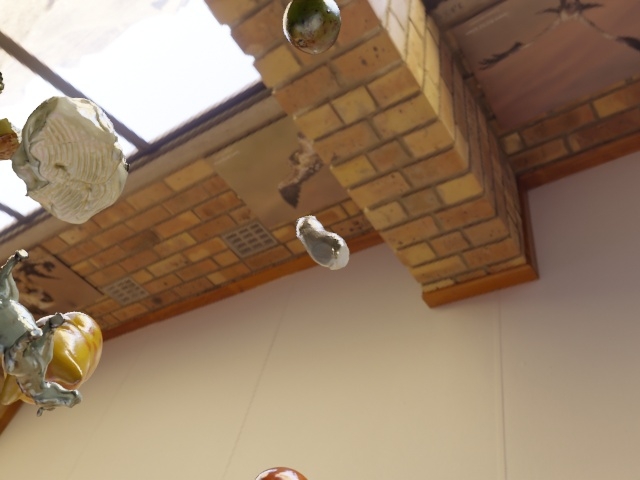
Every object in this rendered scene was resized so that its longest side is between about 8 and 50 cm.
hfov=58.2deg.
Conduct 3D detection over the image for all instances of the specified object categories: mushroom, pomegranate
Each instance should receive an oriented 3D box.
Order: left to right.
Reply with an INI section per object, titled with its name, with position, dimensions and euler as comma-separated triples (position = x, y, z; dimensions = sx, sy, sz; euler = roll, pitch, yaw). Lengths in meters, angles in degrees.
[pomegranate]
position = -0.011, -0.441, 1.159
dimensions = 0.130, 0.130, 0.130
euler = -27, -145, 21
[mushroom]
position = -0.002, 0.000, 1.854
dimensions = 0.109, 0.097, 0.351
euler = -18, -150, -17

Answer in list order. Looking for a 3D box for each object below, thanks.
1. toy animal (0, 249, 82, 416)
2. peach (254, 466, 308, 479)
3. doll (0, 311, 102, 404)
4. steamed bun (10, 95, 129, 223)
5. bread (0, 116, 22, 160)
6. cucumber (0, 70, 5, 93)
[toy animal]
position = -0.426, 0.140, 0.826
dimensions = 0.169, 0.255, 0.089
euler = -21, -174, 38
[peach]
position = -0.095, 0.679, 1.388
dimensions = 0.232, 0.232, 0.233
euler = -27, -145, 21
[doll]
position = -0.527, 0.231, 1.138
dimensions = 0.166, 0.162, 0.269
euler = -26, 178, -10
[steamed bun]
position = -0.638, -0.224, 1.493
dimensions = 0.320, 0.275, 0.206
euler = -59, -149, 27
[bread]
position = -0.871, -0.268, 1.585
dimensions = 0.125, 0.086, 0.156
euler = -25, 173, -2
[cucumber]
position = -0.939, -0.472, 1.555
dimensions = 0.145, 0.105, 0.325
euler = -16, -171, -27
